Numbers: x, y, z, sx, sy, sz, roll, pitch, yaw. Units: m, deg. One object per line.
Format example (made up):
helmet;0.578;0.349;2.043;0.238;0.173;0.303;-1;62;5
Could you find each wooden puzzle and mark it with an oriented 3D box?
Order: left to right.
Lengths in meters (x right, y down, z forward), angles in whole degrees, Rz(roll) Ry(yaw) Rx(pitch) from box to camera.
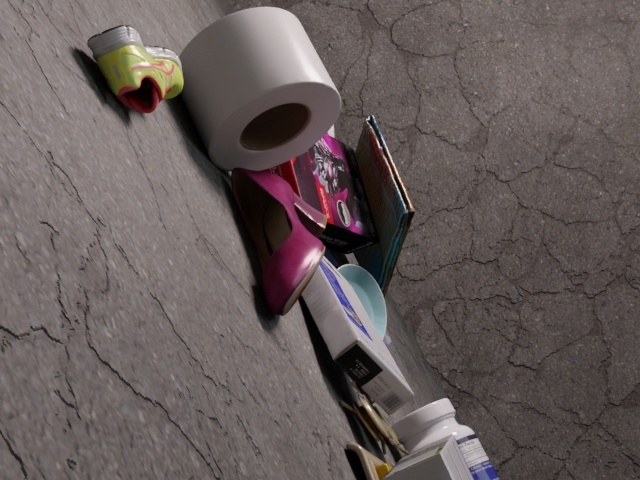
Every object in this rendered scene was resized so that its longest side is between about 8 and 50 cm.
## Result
wooden puzzle;0.128;0.419;1.468;0.239;0.044;0.221;64;7;28

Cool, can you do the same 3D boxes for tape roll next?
tape roll;-0.108;-0.254;1.681;0.169;0.246;0.246;63;6;22

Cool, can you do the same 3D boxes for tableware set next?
tableware set;0.087;0.311;1.657;0.128;0.039;0.194;55;1;22

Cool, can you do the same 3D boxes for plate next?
plate;0.067;0.141;1.992;0.188;0.024;0.188;18;66;-44

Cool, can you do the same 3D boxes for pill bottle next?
pill bottle;0.245;0.438;1.829;0.265;0.153;0.153;63;6;20

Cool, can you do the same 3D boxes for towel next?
towel;0.114;-0.062;2.184;0.370;0.040;0.271;103;-30;-56

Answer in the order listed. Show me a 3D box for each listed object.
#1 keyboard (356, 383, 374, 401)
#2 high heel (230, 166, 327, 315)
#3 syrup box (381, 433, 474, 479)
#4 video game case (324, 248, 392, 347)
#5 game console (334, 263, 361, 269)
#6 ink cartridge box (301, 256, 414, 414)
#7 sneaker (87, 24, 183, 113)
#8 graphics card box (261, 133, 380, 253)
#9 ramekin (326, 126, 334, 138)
keyboard;0.061;0.234;1.882;0.180;0.023;0.108;57;7;-26
high heel;-0.092;-0.006;1.537;0.181;0.127;0.377;31;15;-7
syrup box;0.163;0.354;1.429;0.096;0.093;0.237;66;9;10
video game case;0.063;0.131;2.180;0.269;0.061;0.244;61;6;5
game console;0.052;0.107;2.018;0.107;0.071;0.122;36;42;-74
ink cartridge box;0.042;0.141;1.773;0.176;0.069;0.371;47;10;-32
sneaker;-0.231;-0.203;1.275;0.094;0.081;0.208;69;14;9
graphics card box;-0.014;-0.111;1.999;0.371;0.094;0.233;21;51;-63
ramekin;-0.063;-0.256;2.300;0.207;0.207;0.109;55;17;-45
